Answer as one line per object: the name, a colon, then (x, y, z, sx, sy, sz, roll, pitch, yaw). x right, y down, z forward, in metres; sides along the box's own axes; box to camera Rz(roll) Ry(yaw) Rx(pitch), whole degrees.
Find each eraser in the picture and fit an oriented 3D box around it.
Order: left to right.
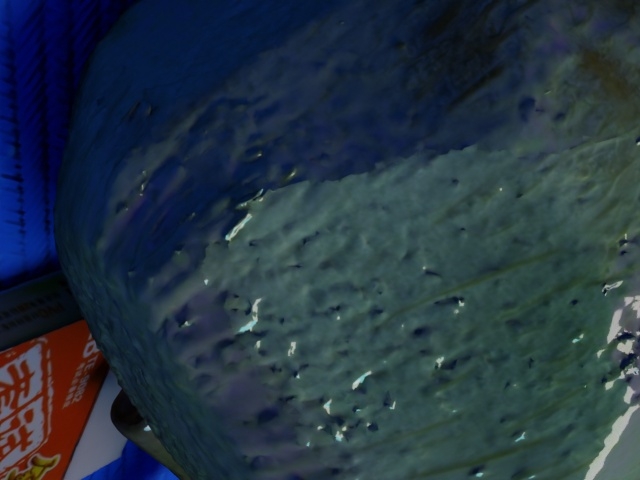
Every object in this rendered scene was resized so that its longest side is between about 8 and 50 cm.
eraser: (-0.168, 0.092, 0.600, 0.230, 0.038, 0.157, -24, 147, -51)

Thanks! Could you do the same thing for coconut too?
coconut: (0.058, -0.019, 0.534, 0.328, 0.328, 0.281, -43, 166, -22)

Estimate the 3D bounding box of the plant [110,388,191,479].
plant: (0.002, 0.184, 0.723, 0.306, 0.261, 0.297, -45, 172, -5)
